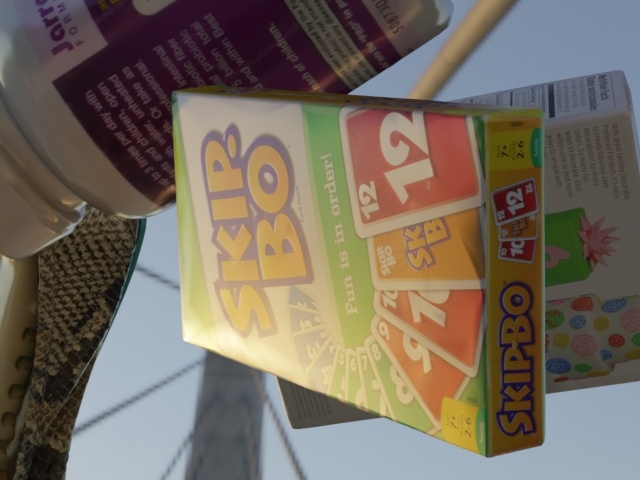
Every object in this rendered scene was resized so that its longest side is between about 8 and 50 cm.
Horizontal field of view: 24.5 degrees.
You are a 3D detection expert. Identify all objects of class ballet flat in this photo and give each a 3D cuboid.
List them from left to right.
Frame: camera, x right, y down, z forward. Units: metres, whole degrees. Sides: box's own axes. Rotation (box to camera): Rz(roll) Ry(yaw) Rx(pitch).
[{"bbox_3d":[-0.265,0.154,1.116,0.164,0.483,0.182,15,4,41],"label":"ballet flat"}]

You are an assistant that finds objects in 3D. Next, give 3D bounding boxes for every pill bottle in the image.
[{"bbox_3d":[-0.088,-0.118,0.865,0.301,0.169,0.169,-33,-35,9],"label":"pill bottle"}]

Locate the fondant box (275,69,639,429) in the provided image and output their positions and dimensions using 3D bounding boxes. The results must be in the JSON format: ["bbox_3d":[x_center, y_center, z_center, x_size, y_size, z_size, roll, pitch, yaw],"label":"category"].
[{"bbox_3d":[0.107,0.013,1.216,0.330,0.096,0.238,-9,-65,13],"label":"fondant box"}]

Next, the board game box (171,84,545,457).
[{"bbox_3d":[0.000,0.000,0.626,0.039,0.124,0.259,-7,11,-29],"label":"board game box"}]
